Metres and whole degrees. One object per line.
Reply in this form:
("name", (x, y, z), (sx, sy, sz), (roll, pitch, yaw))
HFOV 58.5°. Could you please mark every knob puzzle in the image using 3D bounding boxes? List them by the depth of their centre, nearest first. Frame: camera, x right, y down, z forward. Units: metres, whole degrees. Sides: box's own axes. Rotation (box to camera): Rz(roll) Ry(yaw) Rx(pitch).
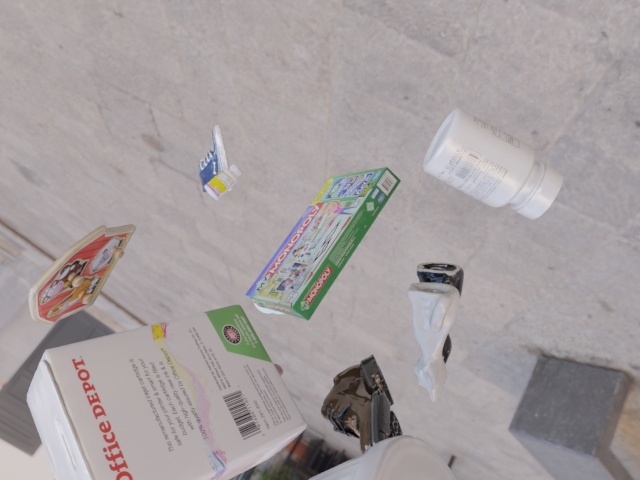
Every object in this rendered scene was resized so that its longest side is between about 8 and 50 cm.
("knob puzzle", (-0.368, 0.062, 0.877), (0.030, 0.213, 0.213), (36, 157, 6))

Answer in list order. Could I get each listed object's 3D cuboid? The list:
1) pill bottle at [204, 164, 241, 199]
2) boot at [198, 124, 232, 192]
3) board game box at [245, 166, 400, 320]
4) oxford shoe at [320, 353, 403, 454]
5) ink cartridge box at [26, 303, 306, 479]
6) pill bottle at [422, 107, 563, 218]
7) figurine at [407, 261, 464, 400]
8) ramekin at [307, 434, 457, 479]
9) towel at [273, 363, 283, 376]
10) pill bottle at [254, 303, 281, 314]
("pill bottle", (-0.219, -0.133, 1.292), (0.043, 0.083, 0.043), (44, 169, 11))
("boot", (-0.302, -0.224, 1.591), (0.086, 0.069, 0.190), (-7, 112, -3))
("board game box", (0.000, 0.000, 1.102), (0.046, 0.317, 0.213), (42, 161, -24))
("oxford shoe", (0.052, 0.234, 0.749), (0.227, 0.096, 0.083), (-98, -14, -81))
("ink cartridge box", (-0.188, 0.215, 0.717), (0.201, 0.278, 0.117), (56, 130, 22))
("pill bottle", (0.318, -0.136, 1.059), (0.229, 0.131, 0.131), (27, 157, -3))
("figurine", (0.219, 0.170, 1.080), (0.092, 0.215, 0.209), (2, 104, 16))
("ramekin", (0.057, 0.330, 0.519), (0.127, 0.273, 0.273), (-24, 126, 26))
("towel", (-0.230, 0.266, 0.960), (0.237, 0.037, 0.329), (2, -172, 17))
("pill bottle", (-0.081, 0.116, 1.350), (0.103, 0.103, 0.184), (23, -164, 21))
